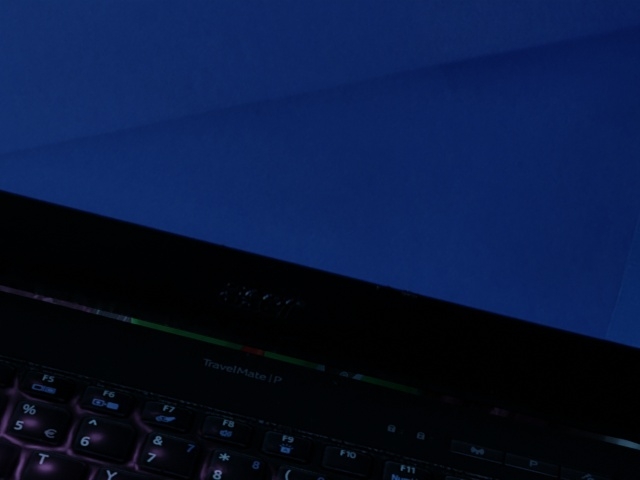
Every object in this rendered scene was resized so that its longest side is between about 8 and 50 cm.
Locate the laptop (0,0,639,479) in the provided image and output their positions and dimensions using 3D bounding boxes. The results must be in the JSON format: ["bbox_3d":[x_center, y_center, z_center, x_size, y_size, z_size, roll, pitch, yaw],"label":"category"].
[{"bbox_3d":[-0.010,-0.003,0.365,0.264,0.234,0.137,-74,-3,-56],"label":"laptop"}]

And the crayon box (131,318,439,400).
[{"bbox_3d":[0.000,0.000,0.662,0.278,0.081,0.165,-80,-10,-62],"label":"crayon box"}]
